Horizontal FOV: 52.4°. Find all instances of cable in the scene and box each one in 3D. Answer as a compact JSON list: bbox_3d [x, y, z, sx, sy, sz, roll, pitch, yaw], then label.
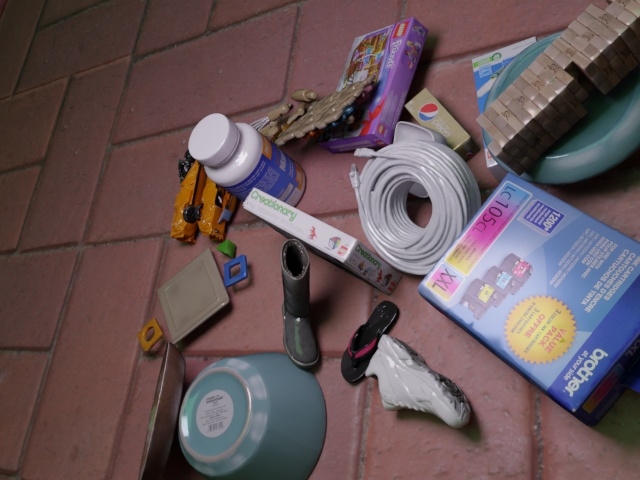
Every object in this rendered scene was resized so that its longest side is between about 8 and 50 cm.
[{"bbox_3d":[0.183,-0.064,1.247,0.257,0.089,0.257,0,101,45],"label":"cable"}]

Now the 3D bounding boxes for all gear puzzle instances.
[{"bbox_3d":[-0.015,-0.267,1.478,0.339,0.044,0.175,-10,36,53],"label":"gear puzzle"}]

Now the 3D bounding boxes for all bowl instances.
[{"bbox_3d":[0.206,-0.166,1.326,0.142,0.053,0.142,38,130,55],"label":"bowl"},{"bbox_3d":[-0.159,0.356,1.289,0.312,0.163,0.311,-14,61,27],"label":"bowl"}]

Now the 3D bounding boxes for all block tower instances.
[{"bbox_3d":[0.406,-0.265,1.058,0.335,0.091,0.097,-47,44,20],"label":"block tower"}]

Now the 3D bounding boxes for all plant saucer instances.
[{"bbox_3d":[-0.333,0.370,1.376,0.310,0.050,0.310,-168,90,-76],"label":"plant saucer"},{"bbox_3d":[0.432,-0.251,1.152,0.318,0.044,0.317,-16,60,31],"label":"plant saucer"}]

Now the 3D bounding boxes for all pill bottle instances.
[{"bbox_3d":[-0.166,-0.172,1.474,0.152,0.272,0.152,-14,61,28],"label":"pill bottle"}]

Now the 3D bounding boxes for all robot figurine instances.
[{"bbox_3d":[-0.286,-0.138,1.662,0.211,0.085,0.291,-2,68,33],"label":"robot figurine"}]

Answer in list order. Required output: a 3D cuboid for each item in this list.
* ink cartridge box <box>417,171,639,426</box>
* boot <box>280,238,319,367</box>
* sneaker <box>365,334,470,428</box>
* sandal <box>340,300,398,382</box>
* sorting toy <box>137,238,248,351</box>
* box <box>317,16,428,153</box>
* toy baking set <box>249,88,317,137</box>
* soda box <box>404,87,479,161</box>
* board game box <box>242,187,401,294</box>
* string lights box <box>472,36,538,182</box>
[{"bbox_3d":[0.395,0.104,1.049,0.395,0.151,0.270,39,92,38],"label":"ink cartridge box"},{"bbox_3d":[-0.040,0.128,1.292,0.076,0.208,0.189,-9,55,-18],"label":"boot"},{"bbox_3d":[0.169,0.274,1.167,0.115,0.090,0.232,-57,41,6],"label":"sneaker"},{"bbox_3d":[0.088,0.194,1.277,0.067,0.040,0.179,28,85,39],"label":"sandal"},{"bbox_3d":[-0.303,0.137,1.567,0.348,0.047,0.196,-38,48,13],"label":"sorting toy"},{"bbox_3d":[0.116,-0.345,1.475,0.201,0.057,0.293,2,68,53],"label":"box"},{"bbox_3d":[-0.110,-0.310,1.604,0.197,0.030,0.256,-38,22,-5],"label":"toy baking set"},{"bbox_3d":[0.253,-0.237,1.364,0.061,0.058,0.181,-39,51,12],"label":"soda box"},{"bbox_3d":[0.000,0.000,1.332,0.305,0.193,0.053,28,85,39],"label":"board game box"},{"bbox_3d":[0.384,-0.254,1.270,0.133,0.077,0.259,-15,61,27],"label":"string lights box"}]
